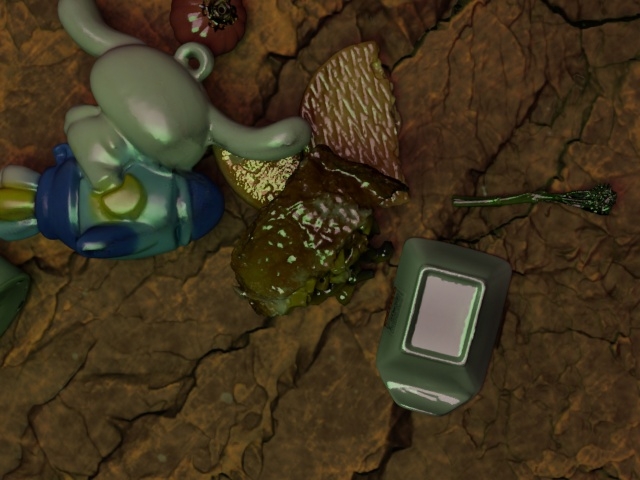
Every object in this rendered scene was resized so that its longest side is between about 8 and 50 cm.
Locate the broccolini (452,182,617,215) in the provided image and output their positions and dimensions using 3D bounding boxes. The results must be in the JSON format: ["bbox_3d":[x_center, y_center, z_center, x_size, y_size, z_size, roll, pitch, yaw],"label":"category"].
[{"bbox_3d":[0.285,-0.058,1.597,0.218,0.042,0.044,2,93,8],"label":"broccolini"}]

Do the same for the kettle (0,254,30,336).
[{"bbox_3d":[-0.589,0.048,1.648,0.318,0.265,0.205,36,65,3],"label":"kettle"}]

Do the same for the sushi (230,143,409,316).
[{"bbox_3d":[-0.001,0.002,1.557,0.179,0.167,0.296,39,108,0],"label":"sushi"}]

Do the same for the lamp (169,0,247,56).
[{"bbox_3d":[-0.151,-0.300,1.606,0.107,0.092,0.108,2,85,-27],"label":"lamp"}]

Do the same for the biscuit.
[{"bbox_3d":[0.042,-0.147,1.608,0.144,0.033,0.224,-15,95,-7],"label":"biscuit"}]

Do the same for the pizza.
[{"bbox_3d":[-0.071,-0.108,1.634,0.178,0.041,0.131,32,99,4],"label":"pizza"}]

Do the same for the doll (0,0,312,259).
[{"bbox_3d":[-0.250,-0.104,1.586,0.376,0.187,0.366,35,97,28],"label":"doll"}]

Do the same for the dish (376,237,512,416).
[{"bbox_3d":[0.161,0.123,1.610,0.154,0.064,0.234,14,96,5],"label":"dish"}]
